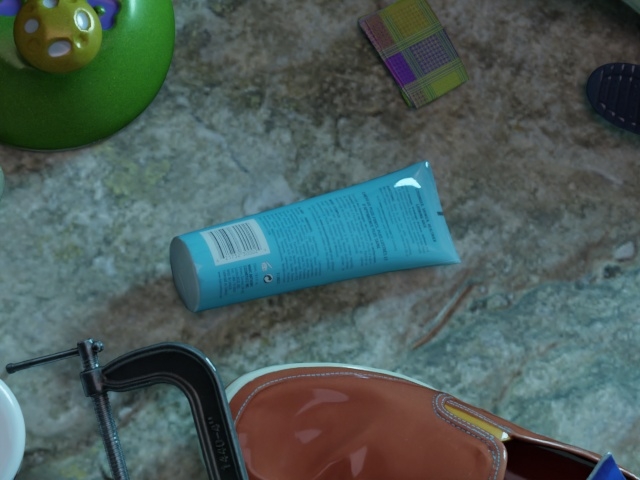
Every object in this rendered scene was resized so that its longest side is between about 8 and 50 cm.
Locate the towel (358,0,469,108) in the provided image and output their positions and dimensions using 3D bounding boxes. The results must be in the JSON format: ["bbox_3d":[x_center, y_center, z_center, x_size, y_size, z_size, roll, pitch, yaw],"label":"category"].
[{"bbox_3d":[0.072,-0.146,0.883,0.060,0.009,0.083,-31,87,-20],"label":"towel"}]

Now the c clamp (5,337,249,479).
[{"bbox_3d":[-0.114,0.132,0.739,0.137,0.022,0.160,-21,87,14],"label":"c clamp"}]

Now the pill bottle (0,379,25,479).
[{"bbox_3d":[-0.214,0.118,0.665,0.086,0.152,0.086,3,76,-14],"label":"pill bottle"}]

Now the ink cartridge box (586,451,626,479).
[{"bbox_3d":[0.205,0.290,0.694,0.165,0.065,0.332,-50,127,-19],"label":"ink cartridge box"}]

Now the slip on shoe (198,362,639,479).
[{"bbox_3d":[0.083,0.157,0.764,0.331,0.101,0.123,18,76,-7],"label":"slip on shoe"}]

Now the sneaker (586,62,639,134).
[{"bbox_3d":[0.280,-0.106,0.911,0.144,0.059,0.053,14,105,4],"label":"sneaker"}]

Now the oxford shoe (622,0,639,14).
[{"bbox_3d":[0.268,-0.253,0.893,0.449,0.169,0.130,17,51,-10],"label":"oxford shoe"}]

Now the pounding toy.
[{"bbox_3d":[-0.199,-0.144,0.755,0.237,0.110,0.183,-43,90,-20],"label":"pounding toy"}]

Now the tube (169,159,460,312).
[{"bbox_3d":[0.000,0.000,0.810,0.207,0.052,0.080,-13,86,-23],"label":"tube"}]
